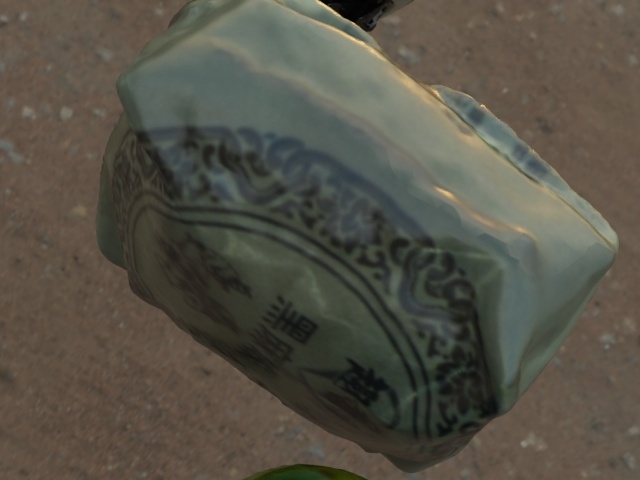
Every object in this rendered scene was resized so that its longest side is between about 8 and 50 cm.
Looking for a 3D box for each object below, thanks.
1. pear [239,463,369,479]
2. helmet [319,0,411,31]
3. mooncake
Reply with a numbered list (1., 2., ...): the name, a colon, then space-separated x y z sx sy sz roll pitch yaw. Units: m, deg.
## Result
1. pear: -0.052 0.220 0.552 0.238 0.256 0.164 -2 23 -10
2. helmet: -0.023 -0.242 0.871 0.224 0.198 0.130 28 68 -24
3. mooncake: -0.003 0.004 0.628 0.250 0.254 0.136 37 66 4
